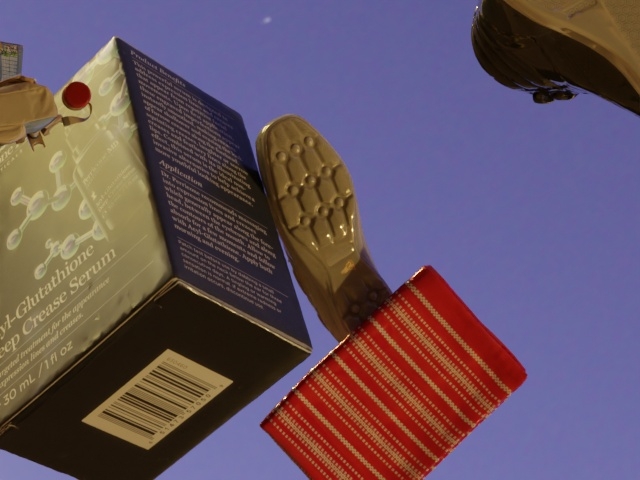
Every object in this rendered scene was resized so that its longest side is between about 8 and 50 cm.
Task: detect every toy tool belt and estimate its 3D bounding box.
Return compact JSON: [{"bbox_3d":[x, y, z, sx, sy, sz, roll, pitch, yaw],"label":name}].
[{"bbox_3d":[-0.205,-0.090,1.096,0.051,0.083,0.052,148,-75,-71],"label":"toy tool belt"}]

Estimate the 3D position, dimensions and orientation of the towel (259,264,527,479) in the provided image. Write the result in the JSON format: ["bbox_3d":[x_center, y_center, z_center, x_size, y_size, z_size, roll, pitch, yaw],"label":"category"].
[{"bbox_3d":[0.090,0.185,1.804,0.199,0.275,0.031,49,-7,-17],"label":"towel"}]

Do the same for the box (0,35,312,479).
[{"bbox_3d":[-0.218,0.026,1.735,0.293,0.212,0.395,-40,-137,21],"label":"box"}]

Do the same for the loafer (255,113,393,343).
[{"bbox_3d":[0.000,0.000,1.843,0.111,0.112,0.319,14,-51,65],"label":"loafer"}]

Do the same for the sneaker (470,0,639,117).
[{"bbox_3d":[0.257,-0.150,1.342,0.296,0.104,0.147,32,-17,-2],"label":"sneaker"}]

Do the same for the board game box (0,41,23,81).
[{"bbox_3d":[-0.505,-0.195,2.216,0.060,0.194,0.194,-36,-120,42],"label":"board game box"}]
